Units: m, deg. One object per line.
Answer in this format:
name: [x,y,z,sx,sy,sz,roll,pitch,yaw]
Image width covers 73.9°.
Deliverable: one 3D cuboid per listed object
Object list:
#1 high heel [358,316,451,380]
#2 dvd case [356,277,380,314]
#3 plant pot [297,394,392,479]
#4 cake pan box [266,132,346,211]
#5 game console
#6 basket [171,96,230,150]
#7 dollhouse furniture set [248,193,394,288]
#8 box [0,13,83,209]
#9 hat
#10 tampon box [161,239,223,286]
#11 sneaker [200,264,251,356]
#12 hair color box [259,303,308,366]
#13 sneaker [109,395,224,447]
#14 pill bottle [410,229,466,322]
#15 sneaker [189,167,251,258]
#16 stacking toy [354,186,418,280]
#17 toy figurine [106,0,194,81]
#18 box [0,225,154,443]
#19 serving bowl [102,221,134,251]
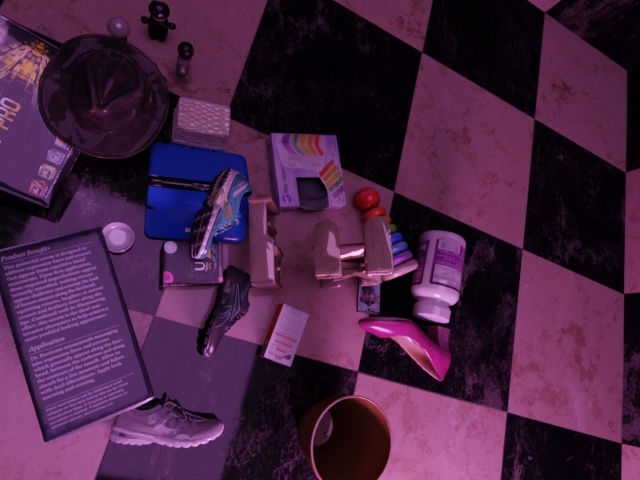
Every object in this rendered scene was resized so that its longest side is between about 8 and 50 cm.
high heel: [0.288,0.361,1.429,0.376,0.127,0.182,14,75,-19]
dvd case: [0.166,0.193,1.471,0.087,0.013,0.120,10,76,-22]
plant pot: [0.036,0.545,1.201,0.236,0.254,0.238,5,77,-22]
cake pan box: [-0.048,-0.225,1.437,0.245,0.070,0.267,-3,80,-23]
game console: [-0.371,-0.143,1.296,0.292,0.173,0.251,4,108,-23]
basket: [-0.363,-0.355,1.302,0.167,0.103,0.114,4,76,-22]
dollhouse furniture set: [0.000,0.000,1.260,0.393,0.362,0.257,-4,79,2]
box: [-0.761,-0.319,1.074,0.318,0.097,0.396,27,76,-26]
hat: [-0.533,-0.379,1.082,0.330,0.133,0.332,0,90,-33]
tampon box: [-0.366,0.067,1.209,0.160,0.101,0.121,1,78,-24]
sneaker: [-0.263,0.207,1.227,0.106,0.101,0.268,24,70,-20]
hair color box: [-0.110,0.289,1.304,0.093,0.053,0.168,27,68,-18]
sneaker: [-0.389,0.468,1.110,0.280,0.105,0.116,11,75,-21]
pill bottle: [0.412,0.130,1.509,0.169,0.169,0.302,21,72,-19]
sneaker: [-0.272,-0.068,1.178,0.110,0.107,0.276,35,68,-34]
stacking toy: [0.212,-0.033,1.480,0.141,0.141,0.331,-20,84,-26]
toy figurine: [-0.496,-0.573,1.265,0.213,0.148,0.210,-38,95,-26]
box: [-0.556,0.205,0.988,0.211,0.293,0.396,-17,86,-27]
serving bowl: [-0.561,-0.007,1.179,0.083,0.027,0.084,5,76,-22]
